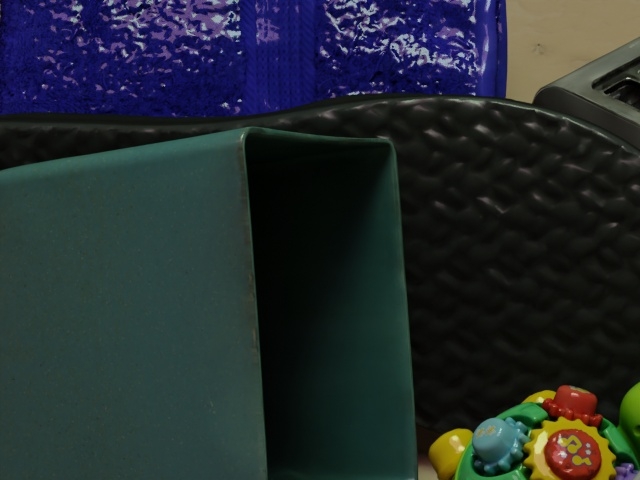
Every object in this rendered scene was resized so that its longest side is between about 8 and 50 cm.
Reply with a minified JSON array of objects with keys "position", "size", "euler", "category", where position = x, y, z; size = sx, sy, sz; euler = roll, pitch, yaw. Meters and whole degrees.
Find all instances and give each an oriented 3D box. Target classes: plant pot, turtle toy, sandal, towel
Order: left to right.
[{"position":[-0.097,0.046,0.806],"size":[0.234,0.166,0.165],"euler":[-5,-1,24],"category":"plant pot"},{"position":[-0.044,-0.126,1.062],"size":[0.308,0.076,0.228],"euler":[-2,74,4],"category":"towel"},{"position":[-0.001,-0.003,0.915],"size":[0.446,0.167,0.107],"euler":[8,13,16],"category":"sandal"},{"position":[0.116,0.102,0.796],"size":[0.130,0.066,0.095],"euler":[-22,65,-23],"category":"turtle toy"}]

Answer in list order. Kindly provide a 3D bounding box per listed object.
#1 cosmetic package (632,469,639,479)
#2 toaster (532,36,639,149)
[{"position":[0.202,0.182,0.668],"size":[0.238,0.107,0.127],"euler":[21,45,27],"category":"cosmetic package"},{"position":[0.225,-0.045,0.986],"size":[0.168,0.110,0.185],"euler":[-28,42,-30],"category":"toaster"}]
